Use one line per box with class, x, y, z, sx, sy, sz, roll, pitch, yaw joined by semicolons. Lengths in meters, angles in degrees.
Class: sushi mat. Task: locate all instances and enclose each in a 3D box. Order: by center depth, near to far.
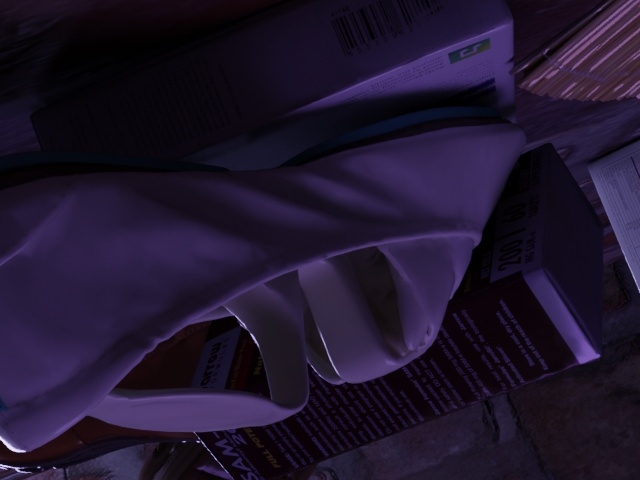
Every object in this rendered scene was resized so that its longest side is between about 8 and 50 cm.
sushi mat;0.244;-0.167;0.786;0.316;0.019;0.151;-38;162;29

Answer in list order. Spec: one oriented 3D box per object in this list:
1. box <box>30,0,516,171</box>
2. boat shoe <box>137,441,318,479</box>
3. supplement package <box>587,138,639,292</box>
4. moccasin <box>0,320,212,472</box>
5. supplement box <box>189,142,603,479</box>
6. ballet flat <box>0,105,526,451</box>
box;-0.005;-0.064;0.897;0.232;0.058;0.322;-22;170;4
boat shoe;-0.011;0.096;1.242;0.341;0.121;0.110;-42;-153;-11
supplement package;0.465;-0.047;1.662;0.263;0.198;0.199;-27;169;33
moccasin;-0.170;0.086;1.174;0.139;0.147;0.380;-34;-166;-38
supplement box;0.044;0.046;0.930;0.239;0.073;0.130;-25;-153;24
ballet flat;-0.021;0.020;0.759;0.139;0.139;0.400;-28;169;39
